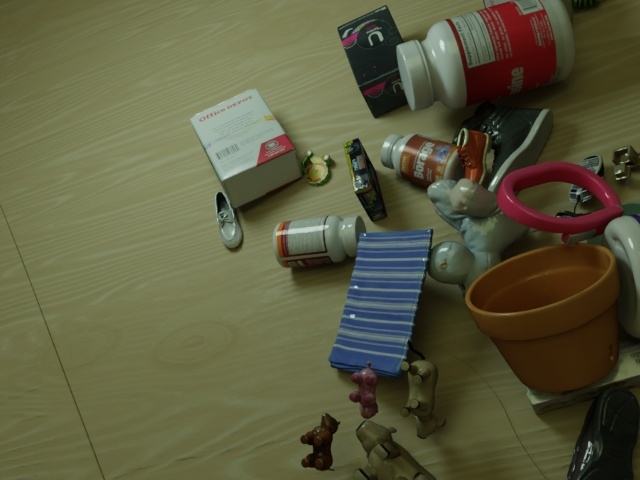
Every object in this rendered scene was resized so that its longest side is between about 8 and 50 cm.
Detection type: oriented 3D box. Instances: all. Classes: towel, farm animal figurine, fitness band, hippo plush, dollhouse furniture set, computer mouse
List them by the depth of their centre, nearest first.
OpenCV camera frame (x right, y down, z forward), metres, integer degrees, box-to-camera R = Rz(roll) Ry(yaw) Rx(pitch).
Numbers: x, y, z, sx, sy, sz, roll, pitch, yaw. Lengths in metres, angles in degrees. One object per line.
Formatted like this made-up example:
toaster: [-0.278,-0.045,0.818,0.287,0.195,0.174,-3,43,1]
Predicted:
farm animal figurine: [0.145,0.420,1.471,0.330,0.172,0.327,-35,69,18]
fitness band: [0.507,-0.087,1.524,0.290,0.054,0.209,-15,46,-30]
dollhouse furniture set: [0.738,-0.122,1.616,0.160,0.101,0.182,-13,51,47]
towel: [0.133,0.136,1.637,0.243,0.040,0.336,-2,70,54]
hippo plush: [0.351,0.013,1.651,0.294,0.234,0.237,21,86,-10]
computer mouse: [0.613,-0.114,1.668,0.106,0.042,0.193,-9,47,57]

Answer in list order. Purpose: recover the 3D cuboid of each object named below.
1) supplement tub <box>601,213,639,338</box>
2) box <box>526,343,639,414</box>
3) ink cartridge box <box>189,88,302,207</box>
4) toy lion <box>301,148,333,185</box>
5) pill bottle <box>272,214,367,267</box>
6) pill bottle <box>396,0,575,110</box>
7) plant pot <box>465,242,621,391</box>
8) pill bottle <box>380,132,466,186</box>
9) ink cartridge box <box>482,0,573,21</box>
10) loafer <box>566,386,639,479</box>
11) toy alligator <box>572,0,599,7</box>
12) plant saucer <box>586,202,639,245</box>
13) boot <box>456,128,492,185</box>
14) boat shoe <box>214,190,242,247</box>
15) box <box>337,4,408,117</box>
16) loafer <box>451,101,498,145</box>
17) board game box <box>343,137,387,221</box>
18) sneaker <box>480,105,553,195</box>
supplement tub: [0.733,0.048,1.373,0.331,0.241,0.241,-10,55,6]
box: [0.570,0.265,1.438,0.323,0.067,0.063,-19,54,12]
ink cartridge box: [-0.214,-0.269,2.082,0.226,0.131,0.306,-25,50,-6]
toy lion: [-0.014,-0.202,2.032,0.100,0.034,0.096,19,76,33]
pill bottle: [0.000,0.000,1.835,0.221,0.121,0.121,-7,57,21]
pill bottle: [0.411,-0.468,1.841,0.407,0.229,0.229,-15,54,3]
plant pot: [0.454,0.158,1.416,0.290,0.204,0.291,-21,14,5]
pill bottle: [0.265,-0.203,1.844,0.216,0.121,0.121,22,71,34]
ink cartridge box: [0.564,-0.637,1.963,0.212,0.154,0.093,10,64,30]
loafer: [0.522,0.426,1.358,0.109,0.095,0.303,22,72,2]
toy alligator: [0.693,-0.656,1.978,0.189,0.056,0.051,-1,59,24]
plant saucer: [0.681,0.008,1.570,0.194,0.037,0.195,-12,56,18]
boot: [0.355,-0.190,1.732,0.059,0.084,0.158,-14,63,62]
boat shoe: [-0.264,-0.063,2.034,0.066,0.063,0.184,-18,53,13]
box: [0.170,-0.514,2.073,0.165,0.143,0.271,-23,53,10]
loafer: [0.405,-0.290,1.875,0.061,0.062,0.170,36,80,32]
board game box: [0.116,-0.156,1.869,0.048,0.141,0.170,-21,53,13]
sneaker: [0.447,-0.218,1.788,0.146,0.105,0.296,19,65,36]
